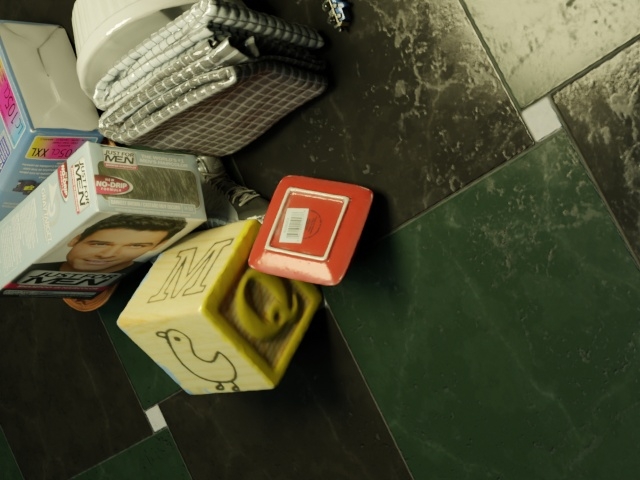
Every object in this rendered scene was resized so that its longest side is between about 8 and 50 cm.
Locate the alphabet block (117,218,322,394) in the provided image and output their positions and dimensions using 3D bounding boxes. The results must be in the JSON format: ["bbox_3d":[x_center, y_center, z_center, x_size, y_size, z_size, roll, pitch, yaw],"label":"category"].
[{"bbox_3d":[-0.150,0.105,1.651,0.197,0.193,0.192,-12,130,43],"label":"alphabet block"}]

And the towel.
[{"bbox_3d":[-0.152,-0.216,1.555,0.284,0.235,0.121,-25,71,36],"label":"towel"}]

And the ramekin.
[{"bbox_3d":[-0.242,-0.319,1.613,0.273,0.273,0.127,-41,62,40],"label":"ramekin"}]

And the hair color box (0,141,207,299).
[{"bbox_3d":[-0.360,-0.018,1.685,0.374,0.185,0.113,-31,64,45],"label":"hair color box"}]

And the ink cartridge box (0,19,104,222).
[{"bbox_3d":[-0.562,-0.163,1.963,0.395,0.151,0.270,-51,53,39],"label":"ink cartridge box"}]

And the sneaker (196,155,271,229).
[{"bbox_3d":[-0.152,-0.083,1.713,0.229,0.086,0.132,3,102,41],"label":"sneaker"}]

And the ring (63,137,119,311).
[{"bbox_3d":[-0.434,-0.040,1.945,0.337,0.032,0.336,1,91,50],"label":"ring"}]

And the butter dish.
[{"bbox_3d":[0.000,0.000,1.590,0.160,0.118,0.160,11,70,27],"label":"butter dish"}]

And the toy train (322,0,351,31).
[{"bbox_3d":[0.008,-0.372,1.532,0.036,0.027,0.158,-22,87,31],"label":"toy train"}]

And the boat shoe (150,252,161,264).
[{"bbox_3d":[-0.296,0.000,1.876,0.184,0.066,0.063,32,151,38],"label":"boat shoe"}]
